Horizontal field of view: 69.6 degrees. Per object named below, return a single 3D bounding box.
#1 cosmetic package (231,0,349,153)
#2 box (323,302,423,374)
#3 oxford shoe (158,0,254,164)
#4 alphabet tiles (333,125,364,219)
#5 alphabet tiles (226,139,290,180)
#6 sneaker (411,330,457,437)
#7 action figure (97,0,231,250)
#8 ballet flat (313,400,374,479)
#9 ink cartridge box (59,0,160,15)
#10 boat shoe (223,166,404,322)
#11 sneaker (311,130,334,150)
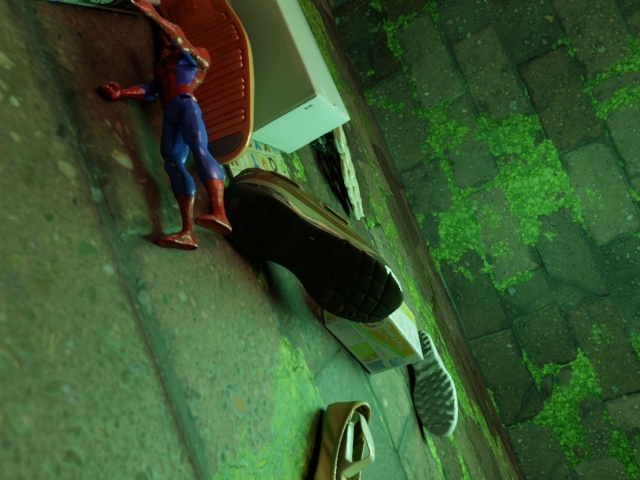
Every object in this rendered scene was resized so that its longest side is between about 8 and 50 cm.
[{"bbox_3d":[-0.100,-0.368,0.852,0.366,0.155,0.197,69,18,8],"label":"cosmetic package"},{"bbox_3d":[0.100,0.152,0.874,0.203,0.114,0.103,50,25,-37],"label":"box"},{"bbox_3d":[-0.150,-0.264,0.660,0.133,0.129,0.364,44,31,-72],"label":"oxford shoe"},{"bbox_3d":[0.077,-0.205,1.268,0.278,0.021,0.284,-93,167,-45],"label":"alphabet tiles"},{"bbox_3d":[-0.093,-0.099,0.799,0.199,0.009,0.237,68,18,2],"label":"alphabet tiles"},{"bbox_3d":[0.295,0.366,1.170,0.115,0.105,0.281,53,23,-36],"label":"sneaker"},{"bbox_3d":[-0.175,-0.142,0.492,0.139,0.091,0.281,24,49,-54],"label":"action figure"},{"bbox_3d":[0.031,0.295,0.580,0.080,0.073,0.232,57,21,-25],"label":"ballet flat"},{"bbox_3d":[-0.292,-0.360,0.500,0.207,0.045,0.208,63,20,-14],"label":"ink cartridge box"},{"bbox_3d":[0.000,0.000,0.683,0.324,0.122,0.120,40,25,-26],"label":"boat shoe"},{"bbox_3d":[-0.022,-0.335,1.167,0.094,0.081,0.209,-80,154,-58],"label":"sneaker"}]
